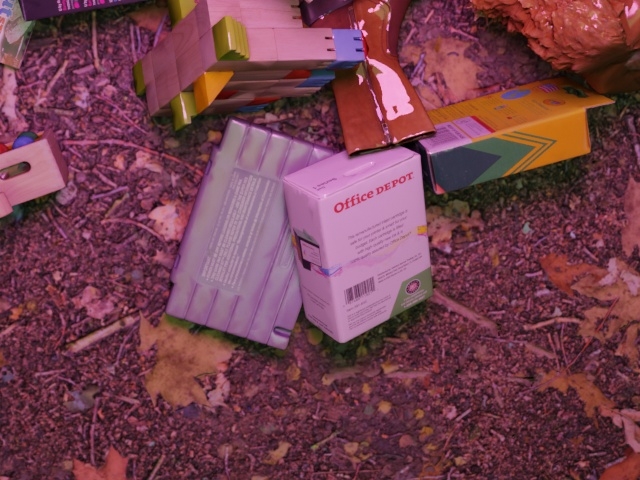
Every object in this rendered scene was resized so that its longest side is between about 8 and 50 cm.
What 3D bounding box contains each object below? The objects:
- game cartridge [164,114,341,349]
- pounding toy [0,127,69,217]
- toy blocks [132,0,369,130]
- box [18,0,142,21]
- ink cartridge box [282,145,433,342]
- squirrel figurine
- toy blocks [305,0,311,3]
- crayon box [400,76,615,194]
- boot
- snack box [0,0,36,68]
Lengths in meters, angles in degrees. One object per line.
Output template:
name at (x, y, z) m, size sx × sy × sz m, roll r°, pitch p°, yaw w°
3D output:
game cartridge at (-0.109, -0.012, 1.873) m, size 0.230 × 0.068 × 0.355 m, roll 19°, pitch 101°, yaw -5°
pounding toy at (-0.496, -0.099, 1.716) m, size 0.181 × 0.206 × 0.094 m, roll -20°, pitch 106°, yaw -5°
toy blocks at (-0.101, -0.277, 1.700) m, size 0.261 × 0.381 × 0.191 m, roll -6°, pitch 83°, yaw -29°
box at (-0.330, -0.439, 1.660) m, size 0.270 × 0.165 × 0.143 m, roll -13°, pitch 121°, yaw -14°
ink cartridge box at (0.066, -0.004, 1.822) m, size 0.201 × 0.117 × 0.278 m, roll -25°, pitch 124°, yaw -26°
squirrel figurine at (0.412, -0.441, 1.723) m, size 0.397 × 0.281 × 0.370 m, roll -13°, pitch 73°, yaw -30°
toy blocks at (-0.030, -0.530, 1.534) m, size 0.260 × 0.288 × 0.309 m, roll 39°, pitch 100°, yaw -12°
crayon box at (0.305, -0.180, 1.840) m, size 0.318 × 0.202 × 0.081 m, roll -16°, pitch 113°, yaw -6°
boot at (0.124, -0.298, 1.771) m, size 0.264 × 0.096 × 0.280 m, roll -19°, pitch 75°, yaw -5°
snack box at (-0.478, -0.366, 1.751) m, size 0.064 × 0.022 × 0.178 m, roll 20°, pitch 99°, yaw -14°
